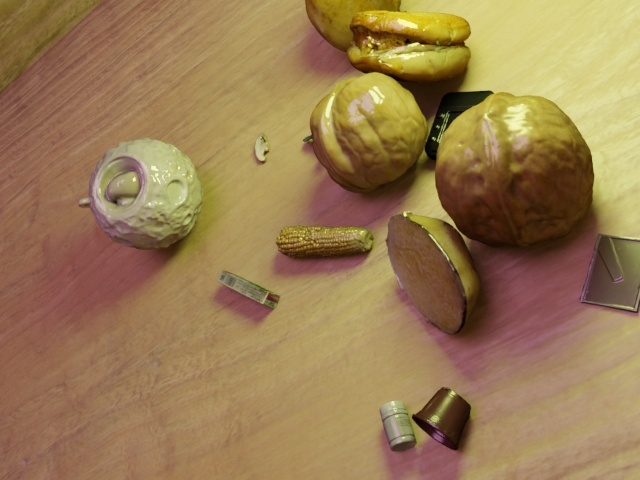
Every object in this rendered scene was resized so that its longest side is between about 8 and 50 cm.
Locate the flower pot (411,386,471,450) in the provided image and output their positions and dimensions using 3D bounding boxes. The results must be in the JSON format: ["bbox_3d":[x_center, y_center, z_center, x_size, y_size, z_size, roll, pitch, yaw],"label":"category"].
[{"bbox_3d":[0.253,0.353,1.376,0.111,0.111,0.089,23,67,42],"label":"flower pot"}]

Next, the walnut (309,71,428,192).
[{"bbox_3d":[0.115,-0.269,1.670,0.296,0.285,0.285,-12,59,52],"label":"walnut"}]

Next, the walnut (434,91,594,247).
[{"bbox_3d":[0.379,-0.137,1.365,0.306,0.344,0.306,-20,47,23],"label":"walnut"}]

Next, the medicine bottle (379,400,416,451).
[{"bbox_3d":[0.163,0.392,1.441,0.058,0.058,0.091,-31,52,20],"label":"medicine bottle"}]

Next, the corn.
[{"bbox_3d":[0.000,0.000,1.749,0.288,0.086,0.087,-2,66,35],"label":"corn"}]

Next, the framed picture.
[{"bbox_3d":[0.580,0.061,1.334,0.109,0.011,0.149,10,74,39],"label":"framed picture"}]

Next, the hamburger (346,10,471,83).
[{"bbox_3d":[0.224,-0.487,1.709,0.289,0.314,0.170,27,122,44],"label":"hamburger"}]

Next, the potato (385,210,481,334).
[{"bbox_3d":[0.259,0.062,1.472,0.115,0.239,0.299,-14,39,-21],"label":"potato"}]

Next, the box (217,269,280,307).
[{"bbox_3d":[-0.198,0.131,1.851,0.207,0.050,0.041,20,83,41],"label":"box"}]

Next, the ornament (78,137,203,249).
[{"bbox_3d":[-0.515,-0.136,2.047,0.337,0.337,0.337,-17,58,29],"label":"ornament"}]

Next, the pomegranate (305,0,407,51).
[{"bbox_3d":[0.088,-0.670,1.885,0.307,0.307,0.308,-17,58,29],"label":"pomegranate"}]

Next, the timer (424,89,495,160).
[{"bbox_3d":[0.342,-0.276,1.660,0.144,0.055,0.188,7,68,39],"label":"timer"}]

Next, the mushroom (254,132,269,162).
[{"bbox_3d":[-0.176,-0.279,2.067,0.049,0.019,0.101,-18,60,30],"label":"mushroom"}]

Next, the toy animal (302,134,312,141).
[{"bbox_3d":[0.024,-0.278,1.889,0.220,0.062,0.108,2,69,44],"label":"toy animal"}]
